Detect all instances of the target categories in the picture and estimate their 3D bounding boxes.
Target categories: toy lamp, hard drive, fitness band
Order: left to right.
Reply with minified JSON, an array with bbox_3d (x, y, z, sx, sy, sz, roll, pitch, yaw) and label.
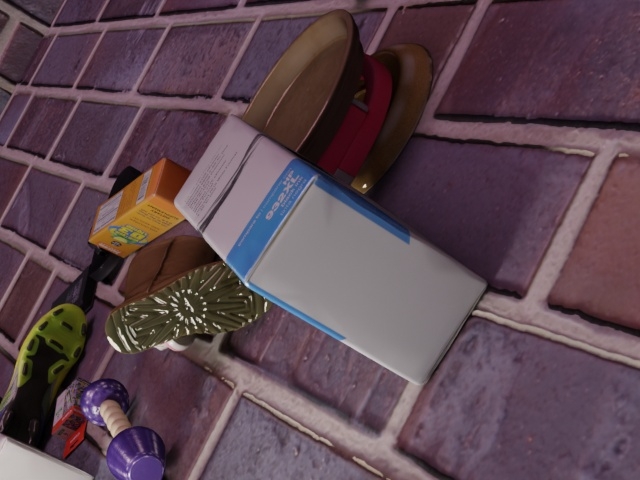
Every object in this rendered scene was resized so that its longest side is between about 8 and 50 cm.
[{"bbox_3d":[-0.432,0.112,2.378,0.135,0.022,0.094,-41,30,35],"label":"hard drive"},{"bbox_3d":[-0.262,0.258,1.822,0.080,0.080,0.275,-60,24,-1],"label":"toy lamp"},{"bbox_3d":[-0.015,-0.106,1.701,0.290,0.054,0.209,-60,24,-2],"label":"fitness band"}]

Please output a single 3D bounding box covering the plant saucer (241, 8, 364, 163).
[{"bbox_3d":[-0.031,-0.156,1.683,0.278,0.041,0.278,-48,24,30],"label":"plant saucer"}]

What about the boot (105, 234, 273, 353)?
[{"bbox_3d":[-0.167,0.047,1.836,0.236,0.089,0.269,-14,15,6],"label":"boot"}]

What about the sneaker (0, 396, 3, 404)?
[{"bbox_3d":[-0.626,0.365,2.409,0.271,0.100,0.108,-44,4,37],"label":"sneaker"}]

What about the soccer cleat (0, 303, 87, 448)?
[{"bbox_3d":[-0.468,0.234,2.231,0.121,0.093,0.289,-27,39,61],"label":"soccer cleat"}]

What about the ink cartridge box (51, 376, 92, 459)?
[{"bbox_3d":[-0.381,0.270,2.095,0.063,0.029,0.115,-45,28,30],"label":"ink cartridge box"}]

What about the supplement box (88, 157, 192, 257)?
[{"bbox_3d":[-0.283,-0.049,2.203,0.233,0.078,0.080,-27,43,51],"label":"supplement box"}]

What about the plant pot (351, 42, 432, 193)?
[{"bbox_3d":[0.052,-0.152,1.726,0.236,0.032,0.236,-44,30,33],"label":"plant pot"}]

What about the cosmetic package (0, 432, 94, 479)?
[{"bbox_3d":[-0.489,0.458,1.944,0.197,0.155,0.365,4,65,63],"label":"cosmetic package"}]

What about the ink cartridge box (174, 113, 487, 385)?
[{"bbox_3d":[0.000,0.000,1.423,0.129,0.223,0.307,-58,24,4],"label":"ink cartridge box"}]

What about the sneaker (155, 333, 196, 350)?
[{"bbox_3d":[-0.212,0.133,1.894,0.070,0.051,0.134,-49,19,14],"label":"sneaker"}]

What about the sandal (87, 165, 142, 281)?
[{"bbox_3d":[-0.369,-0.030,2.373,0.097,0.054,0.254,-41,30,36],"label":"sandal"}]
